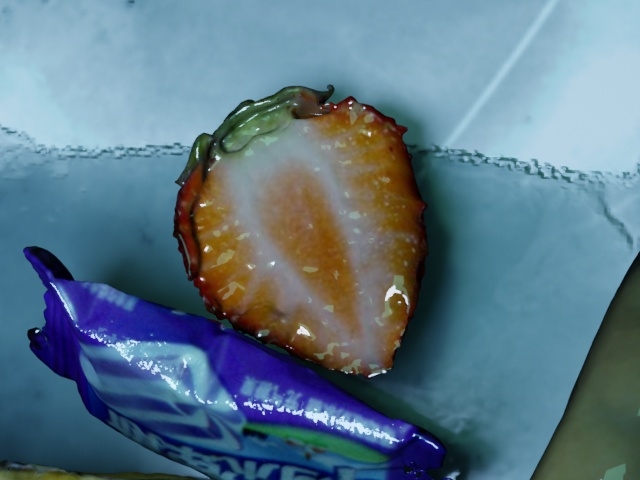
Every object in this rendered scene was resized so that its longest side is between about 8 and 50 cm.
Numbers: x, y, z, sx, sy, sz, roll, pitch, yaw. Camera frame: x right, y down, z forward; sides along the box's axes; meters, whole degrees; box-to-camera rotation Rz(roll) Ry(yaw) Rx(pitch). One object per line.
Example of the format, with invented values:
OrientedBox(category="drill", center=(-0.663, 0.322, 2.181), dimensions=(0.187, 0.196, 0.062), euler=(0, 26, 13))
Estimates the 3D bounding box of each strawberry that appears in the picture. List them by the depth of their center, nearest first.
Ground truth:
OrientedBox(category="strawberry", center=(0.000, 0.000, 1.030), dimensions=(0.146, 0.082, 0.187), euler=(-29, 66, 3))

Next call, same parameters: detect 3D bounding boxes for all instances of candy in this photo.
OrientedBox(category="candy", center=(-0.051, 0.088, 1.006), dimensions=(0.275, 0.145, 0.070), euler=(25, 66, 14))

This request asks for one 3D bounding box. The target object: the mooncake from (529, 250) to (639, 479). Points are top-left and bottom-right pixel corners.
OrientedBox(category="mooncake", center=(0.183, 0.143, 0.877), dimensions=(0.161, 0.290, 0.290), euler=(23, 86, 13))

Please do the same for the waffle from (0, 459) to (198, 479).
OrientedBox(category="waffle", center=(-0.194, 0.299, 0.949), dimensions=(0.261, 0.114, 0.376), euler=(11, 81, -29))
